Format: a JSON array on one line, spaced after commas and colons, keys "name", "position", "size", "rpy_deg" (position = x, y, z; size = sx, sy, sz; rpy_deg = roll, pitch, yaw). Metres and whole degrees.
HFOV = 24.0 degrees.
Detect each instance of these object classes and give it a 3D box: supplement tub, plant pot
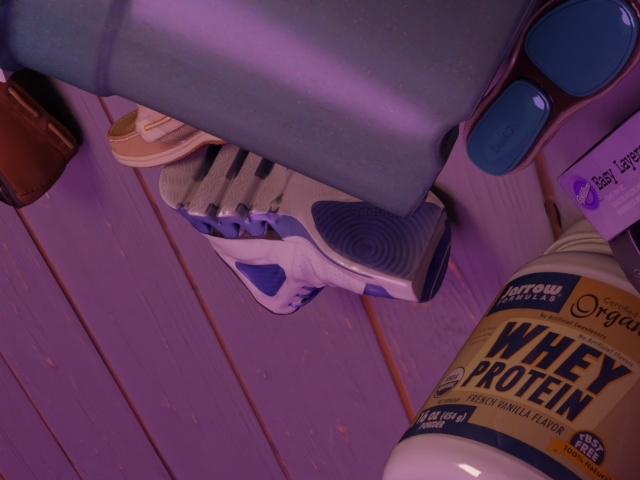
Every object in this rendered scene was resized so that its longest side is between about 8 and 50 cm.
[{"name": "supplement tub", "position": [0.221, 0.153, 1.321], "size": [0.228, 0.316, 0.228], "rpy_deg": [26, 147, 18]}, {"name": "plant pot", "position": [-0.019, -0.201, 1.121], "size": [0.334, 0.341, 0.341], "rpy_deg": [29, 149, 0]}]

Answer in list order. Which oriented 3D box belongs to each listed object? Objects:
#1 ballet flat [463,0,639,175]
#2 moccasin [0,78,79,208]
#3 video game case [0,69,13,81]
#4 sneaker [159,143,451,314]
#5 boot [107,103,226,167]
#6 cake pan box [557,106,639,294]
[{"name": "ballet flat", "position": [0.193, -0.140, 1.196], "size": [0.086, 0.086, 0.248], "rpy_deg": [40, 144, -3]}, {"name": "moccasin", "position": [-0.395, -0.206, 1.676], "size": [0.139, 0.147, 0.380], "rpy_deg": [21, 152, 52]}, {"name": "video game case", "position": [-0.233, -0.307, 1.224], "size": [0.061, 0.269, 0.244], "rpy_deg": [19, 145, 24]}, {"name": "sneaker", "position": [-0.001, 0.000, 1.559], "size": [0.315, 0.127, 0.182], "rpy_deg": [17, 154, 28]}, {"name": "boot", "position": [-0.170, -0.181, 1.498], "size": [0.262, 0.095, 0.203], "rpy_deg": [-10, 126, 49]}, {"name": "cake pan box", "position": [0.322, -0.010, 1.142], "size": [0.246, 0.070, 0.267], "rpy_deg": [54, 157, 4]}]
